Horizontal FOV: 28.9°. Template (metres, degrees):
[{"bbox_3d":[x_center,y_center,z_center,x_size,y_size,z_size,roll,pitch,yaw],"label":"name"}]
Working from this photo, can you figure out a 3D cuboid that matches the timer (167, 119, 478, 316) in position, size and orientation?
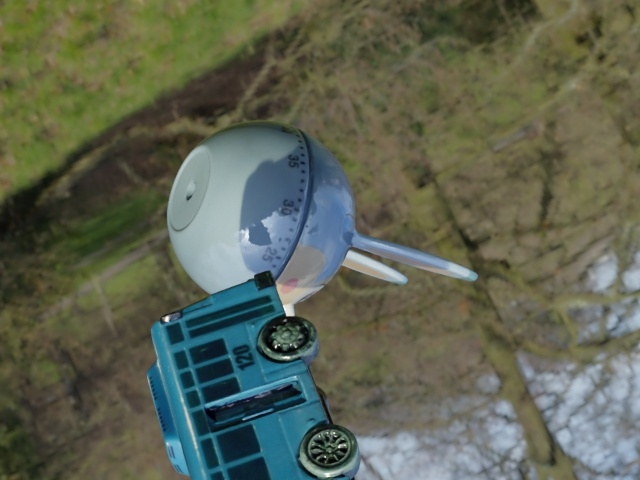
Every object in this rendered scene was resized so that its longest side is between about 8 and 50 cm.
[{"bbox_3d":[-0.016,0.011,1.053,0.175,0.255,0.175,-37,-156,20],"label":"timer"}]

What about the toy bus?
[{"bbox_3d":[-0.038,0.116,0.734,0.106,0.184,0.090,-18,137,-6],"label":"toy bus"}]
